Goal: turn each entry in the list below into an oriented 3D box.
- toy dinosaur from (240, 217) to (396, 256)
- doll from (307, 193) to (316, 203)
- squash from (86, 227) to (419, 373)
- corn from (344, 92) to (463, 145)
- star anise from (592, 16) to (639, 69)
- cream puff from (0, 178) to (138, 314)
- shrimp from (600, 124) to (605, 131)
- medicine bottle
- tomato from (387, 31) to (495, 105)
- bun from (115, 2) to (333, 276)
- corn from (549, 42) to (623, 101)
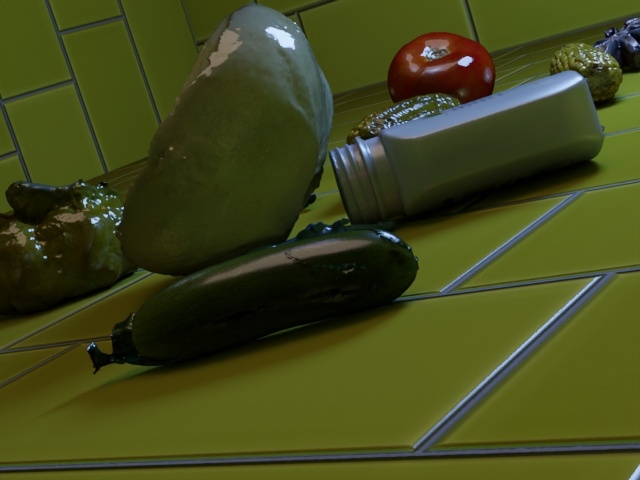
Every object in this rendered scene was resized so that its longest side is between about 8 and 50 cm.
[{"bbox_3d":[0.000,0.000,1.442,0.197,0.045,0.080,-12,-4,-11],"label":"toy dinosaur"},{"bbox_3d":[-0.063,-0.070,1.906,0.139,0.057,0.165,-21,2,-11],"label":"doll"},{"bbox_3d":[-0.069,0.057,1.136,0.332,0.087,0.087,-17,10,10],"label":"squash"},{"bbox_3d":[0.139,-0.161,1.878,0.120,0.120,0.363,-12,7,28],"label":"corn"},{"bbox_3d":[0.601,-0.377,2.331,0.231,0.089,0.209,-21,21,15],"label":"star anise"},{"bbox_3d":[-0.400,-0.008,1.784,0.282,0.185,0.282,-19,13,4],"label":"cream puff"},{"bbox_3d":[0.298,-0.148,1.717,0.219,0.046,0.152,-9,14,25],"label":"shrimp"},{"bbox_3d":[0.178,-0.111,1.508,0.324,0.124,0.179,-16,1,-1],"label":"medicine bottle"},{"bbox_3d":[0.214,-0.280,2.112,0.195,0.136,0.195,-10,39,8],"label":"tomato"},{"bbox_3d":[-0.098,-0.103,1.503,0.202,0.364,0.364,26,13,-1],"label":"bun"},{"bbox_3d":[0.459,-0.285,2.068,0.106,0.106,0.293,-17,13,7],"label":"corn"}]
